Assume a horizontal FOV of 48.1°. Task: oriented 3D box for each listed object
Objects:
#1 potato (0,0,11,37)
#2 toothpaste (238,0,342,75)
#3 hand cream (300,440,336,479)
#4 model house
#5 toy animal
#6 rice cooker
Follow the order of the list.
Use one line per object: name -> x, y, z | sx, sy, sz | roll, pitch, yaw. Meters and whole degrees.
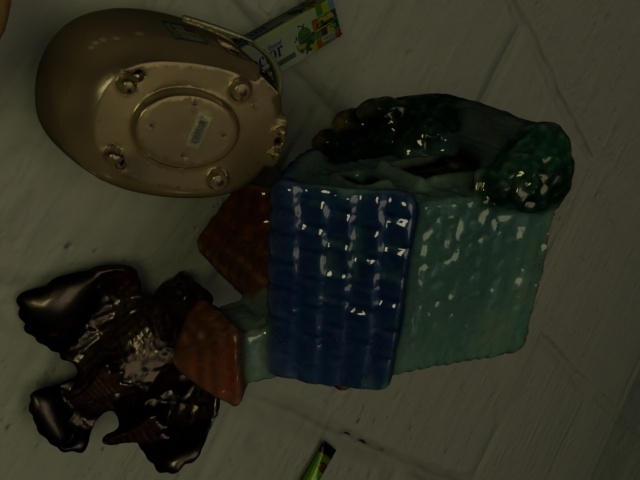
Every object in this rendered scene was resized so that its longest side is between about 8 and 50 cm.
potato -> -0.268, -0.145, 0.411 | 0.161, 0.128, 0.235 | 39, 82, -43
toothpaste -> -0.045, -0.192, 0.713 | 0.164, 0.034, 0.046 | -39, 129, -30
hand cream -> -0.018, 0.336, 0.989 | 0.122, 0.023, 0.036 | -58, 136, -18
model house -> 0.000, 0.000, 0.672 | 0.329, 0.295, 0.252 | -12, 119, -27
toy animal -> -0.178, 0.104, 0.672 | 0.219, 0.116, 0.180 | 52, 34, -17
rice cooker -> -0.122, -0.108, 0.585 | 0.206, 0.127, 0.145 | 6, 115, -30
